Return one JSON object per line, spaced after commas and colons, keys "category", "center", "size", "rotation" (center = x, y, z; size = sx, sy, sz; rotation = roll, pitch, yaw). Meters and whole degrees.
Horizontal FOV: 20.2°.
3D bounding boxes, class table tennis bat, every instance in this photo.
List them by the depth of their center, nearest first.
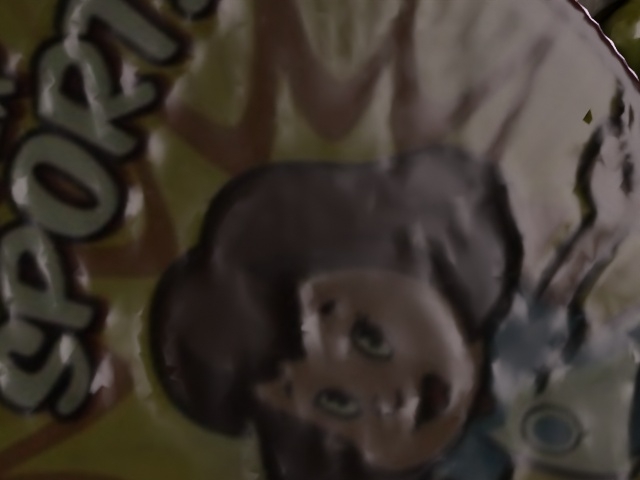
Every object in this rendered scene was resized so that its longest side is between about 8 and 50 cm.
{"category": "table tennis bat", "center": [-0.084, 0.007, 0.433], "size": [0.414, 0.051, 0.268], "rotation": [21, 79, -12]}

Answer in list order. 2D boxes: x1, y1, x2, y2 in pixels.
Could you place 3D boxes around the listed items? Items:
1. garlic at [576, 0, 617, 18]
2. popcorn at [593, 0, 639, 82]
{"category": "garlic", "center": [0.083, -0.219, 0.790], "size": [0.245, 0.253, 0.245], "rotation": [3, 68, -7]}
{"category": "popcorn", "center": [0.233, -0.026, 0.904], "size": [0.282, 0.282, 0.247], "rotation": [39, 38, -34]}
